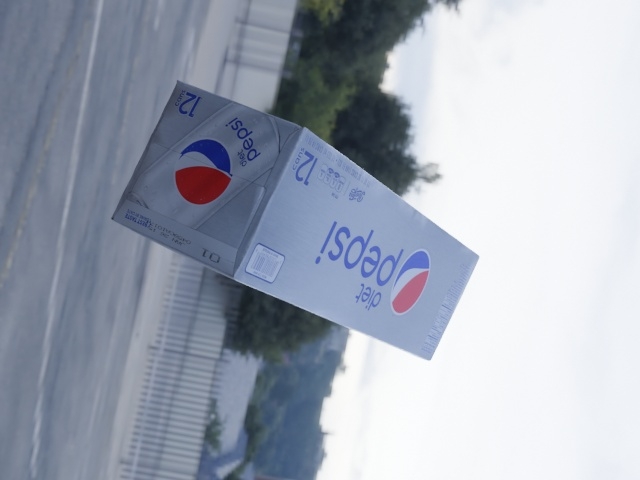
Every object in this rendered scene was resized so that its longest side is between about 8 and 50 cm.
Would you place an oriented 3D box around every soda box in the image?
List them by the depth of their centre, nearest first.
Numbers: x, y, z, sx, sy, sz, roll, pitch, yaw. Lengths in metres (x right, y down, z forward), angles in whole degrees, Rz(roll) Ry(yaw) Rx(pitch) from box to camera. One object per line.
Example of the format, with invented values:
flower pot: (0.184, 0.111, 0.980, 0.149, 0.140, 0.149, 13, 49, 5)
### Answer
soda box: (0.000, 0.000, 0.684, 0.286, 0.098, 0.091, 29, 85, -60)
